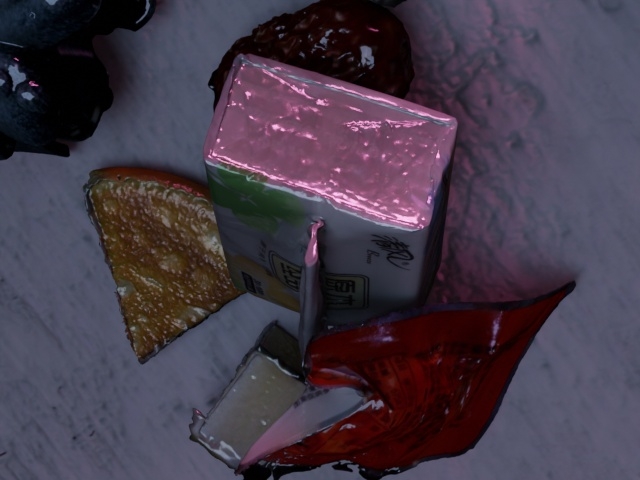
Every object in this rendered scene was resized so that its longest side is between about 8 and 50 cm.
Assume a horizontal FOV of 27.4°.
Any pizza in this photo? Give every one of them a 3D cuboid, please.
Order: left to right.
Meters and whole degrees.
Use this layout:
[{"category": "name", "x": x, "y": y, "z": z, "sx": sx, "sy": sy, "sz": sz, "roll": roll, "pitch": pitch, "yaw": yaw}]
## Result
[{"category": "pizza", "x": -0.116, "y": 0.029, "z": 1.102, "sx": 0.185, "sy": 0.036, "sz": 0.176, "roll": 13, "pitch": 115, "yaw": 11}]

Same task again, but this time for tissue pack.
[{"category": "tissue pack", "x": 0.000, "y": 0.000, "z": 0.928, "sx": 0.159, "sy": 0.145, "sz": 0.229, "roll": 18, "pitch": 158, "yaw": 9}]

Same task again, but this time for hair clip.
[{"category": "hair clip", "x": -0.283, "y": -0.152, "z": 1.023, "sx": 0.310, "sy": 0.194, "sz": 0.206, "roll": -1, "pitch": 97, "yaw": 21}]

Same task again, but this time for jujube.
[{"category": "jujube", "x": -0.006, "y": -0.131, "z": 0.976, "sx": 0.166, "sy": 0.104, "sz": 0.104, "roll": 1, "pitch": 110, "yaw": 32}]

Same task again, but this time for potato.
[{"category": "potato", "x": -0.049, "y": 0.136, "z": 1.106, "sx": 0.086, "sy": 0.061, "sz": 0.122, "roll": 38, "pitch": 118, "yaw": 2}]

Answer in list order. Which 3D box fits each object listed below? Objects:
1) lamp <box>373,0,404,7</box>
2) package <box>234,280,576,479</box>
[{"category": "lamp", "x": -0.024, "y": -0.260, "z": 0.930, "sx": 0.250, "sy": 0.101, "sz": 0.101, "roll": 44, "pitch": 117, "yaw": 6}, {"category": "package", "x": 0.066, "y": 0.113, "z": 0.959, "sx": 0.194, "sy": 0.269, "sz": 0.071, "roll": -53, "pitch": 50, "yaw": 34}]
